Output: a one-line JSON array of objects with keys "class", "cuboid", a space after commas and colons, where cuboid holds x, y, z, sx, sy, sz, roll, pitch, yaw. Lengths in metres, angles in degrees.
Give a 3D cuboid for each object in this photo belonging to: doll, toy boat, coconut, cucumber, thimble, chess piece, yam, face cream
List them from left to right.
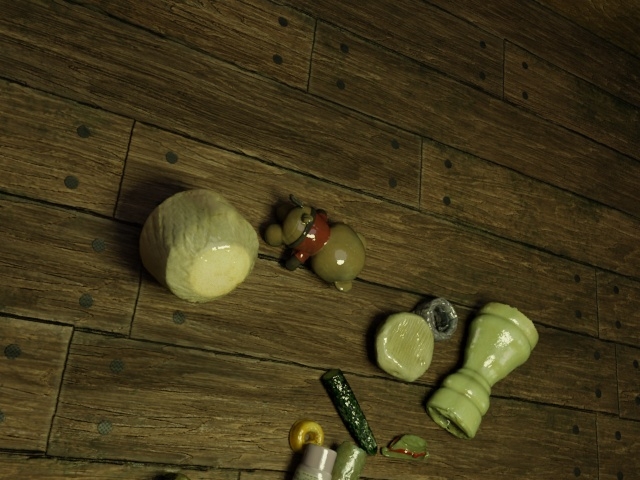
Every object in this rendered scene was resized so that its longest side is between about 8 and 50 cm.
[{"class": "coconut", "cuboid": [-0.334, 0.010, 1.629, 0.328, 0.329, 0.329, 8, 73, -28]}, {"class": "face cream", "cuboid": [-0.037, 0.709, 1.670, 0.096, 0.154, 0.274, 45, 59, -49]}, {"class": "doll", "cuboid": [0.000, 0.000, 1.871, 0.330, 0.174, 0.235, 33, 57, -17]}, {"class": "yam", "cuboid": [0.040, 0.715, 1.742, 0.106, 0.106, 0.259, 40, 62, -15]}, {"class": "cucumber", "cuboid": [0.098, 0.533, 1.849, 0.067, 0.067, 0.294, -29, 94, -32]}, {"class": "toy boat", "cuboid": [0.282, 0.661, 1.916, 0.185, 0.071, 0.089, 15, 28, -26]}, {"class": "thimble", "cuboid": [0.388, 0.273, 2.062, 0.150, 0.098, 0.150, 9, 73, -29]}, {"class": "chess piece", "cuboid": [0.538, 0.441, 2.046, 0.234, 0.234, 0.442, 47, 65, -11]}]

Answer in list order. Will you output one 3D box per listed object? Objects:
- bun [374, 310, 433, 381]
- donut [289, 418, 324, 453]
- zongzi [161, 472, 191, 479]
[{"class": "bun", "cuboid": [0.256, 0.338, 1.948, 0.231, 0.133, 0.231, 9, 72, -27]}, {"class": "donut", "cuboid": [-0.038, 0.574, 1.774, 0.108, 0.043, 0.097, -13, 84, -36]}, {"class": "zongzi", "cuboid": [-0.274, 0.692, 1.571, 0.289, 0.123, 0.260, -16, 83, -42]}]
